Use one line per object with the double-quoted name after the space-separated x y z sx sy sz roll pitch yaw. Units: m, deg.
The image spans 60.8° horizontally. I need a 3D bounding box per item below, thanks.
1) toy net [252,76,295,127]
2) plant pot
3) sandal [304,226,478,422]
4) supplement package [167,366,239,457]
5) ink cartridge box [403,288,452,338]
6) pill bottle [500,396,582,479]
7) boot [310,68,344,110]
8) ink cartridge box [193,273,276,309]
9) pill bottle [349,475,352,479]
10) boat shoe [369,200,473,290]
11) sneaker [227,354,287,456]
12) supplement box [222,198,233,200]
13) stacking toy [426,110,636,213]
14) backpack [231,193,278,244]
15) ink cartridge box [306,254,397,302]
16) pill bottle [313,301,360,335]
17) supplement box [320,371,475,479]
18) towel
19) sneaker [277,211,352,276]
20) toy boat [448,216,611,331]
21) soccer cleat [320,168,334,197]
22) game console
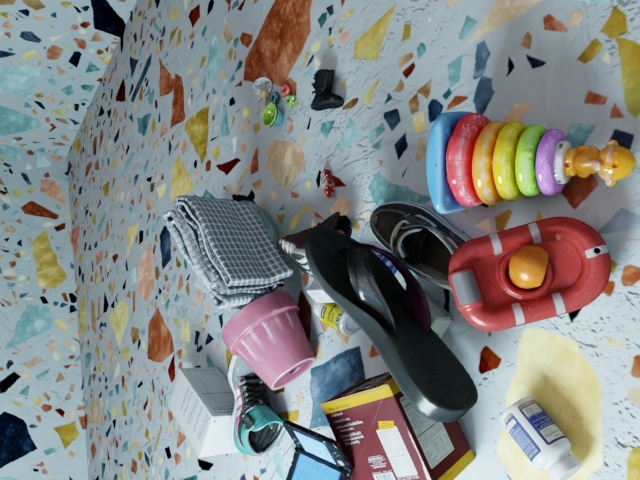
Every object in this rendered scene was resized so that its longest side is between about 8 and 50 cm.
-0.151 -0.429 1.602 0.122 0.045 0.232 -57 45 28 "toy net"
-0.114 0.254 1.338 0.180 0.201 0.201 54 125 23 "plant pot"
0.132 0.109 0.983 0.445 0.168 0.107 51 130 32 "sandal"
-0.324 0.490 1.584 0.244 0.139 0.133 34 109 49 "supplement package"
0.183 0.176 1.078 0.099 0.056 0.135 48 120 44 "ink cartridge box"
0.343 0.310 0.849 0.067 0.067 0.120 -59 44 26 "pill bottle"
0.020 -0.386 1.387 0.121 0.045 0.099 7 86 52 "boot"
-0.240 0.122 1.534 0.208 0.153 0.086 22 100 49 "ink cartridge box"
0.054 0.581 1.063 0.188 0.188 0.333 -39 56 40 "pill bottle"
0.192 -0.001 1.045 0.335 0.119 0.121 31 108 49 "boat shoe"
-0.164 0.422 1.407 0.178 0.124 0.295 4 95 56 "sneaker"
-0.293 -0.081 1.719 0.055 0.043 0.083 -44 51 39 "supplement box"
0.340 -0.128 0.881 0.302 0.166 0.175 6 104 40 "stacking toy"
-0.201 -0.025 1.540 0.182 0.115 0.151 58 139 39 "backpack"
0.068 0.086 1.206 0.207 0.046 0.097 -10 36 49 "ink cartridge box"
0.037 0.171 1.252 0.116 0.065 0.065 19 98 51 "pill bottle"
0.137 0.350 1.005 0.191 0.129 0.194 -33 78 43 "supplement box"
-0.218 0.018 1.327 0.121 0.235 0.283 -44 68 23 "towel"
0.000 0.000 1.320 0.162 0.106 0.281 -43 17 -7 "sneaker"
0.311 0.045 0.815 0.231 0.151 0.150 -17 77 10 "toy boat"
0.014 -0.139 1.364 0.036 0.029 0.083 -39 51 51 "soccer cleat"
-0.020 0.421 1.016 0.144 0.085 0.124 5 130 43 "game console"
